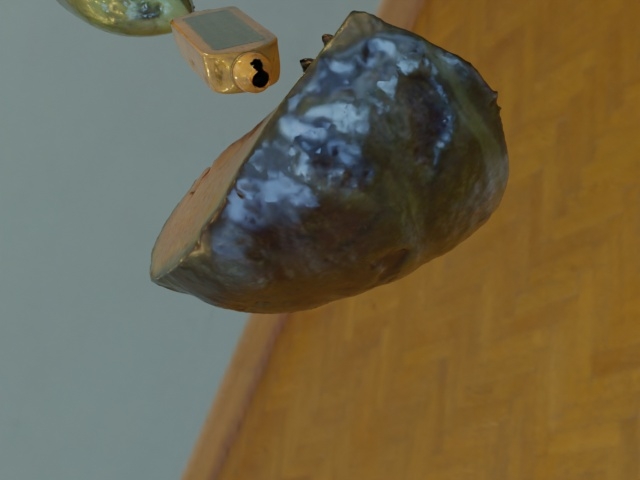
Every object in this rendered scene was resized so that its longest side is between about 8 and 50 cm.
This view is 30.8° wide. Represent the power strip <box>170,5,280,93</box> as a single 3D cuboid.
[{"bbox_3d":[-0.060,-0.123,0.754,0.178,0.049,0.028,-130,29,-64],"label":"power strip"}]

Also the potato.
[{"bbox_3d":[-0.203,-0.260,1.053,0.111,0.160,0.271,-33,32,5],"label":"potato"}]

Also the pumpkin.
[{"bbox_3d":[0.000,0.000,0.760,0.148,0.169,0.312,-61,13,-23],"label":"pumpkin"}]
